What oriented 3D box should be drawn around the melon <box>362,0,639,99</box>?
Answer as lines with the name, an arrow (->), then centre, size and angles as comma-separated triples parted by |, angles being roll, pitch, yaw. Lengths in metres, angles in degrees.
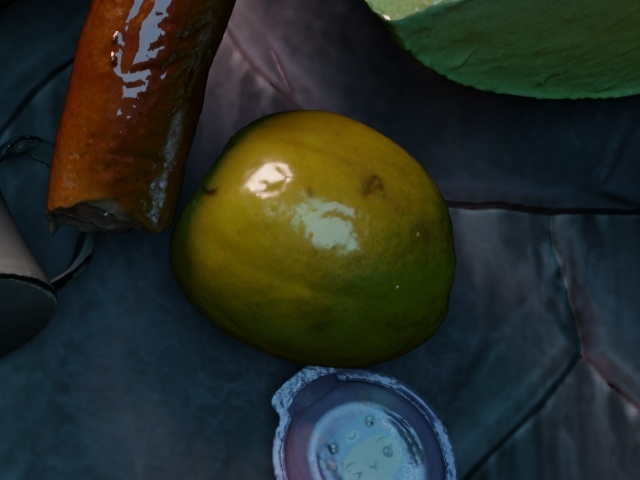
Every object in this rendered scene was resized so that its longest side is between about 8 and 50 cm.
melon -> 0.137, -0.276, 1.068 | 0.331, 0.226, 0.343 | -2, 66, -28

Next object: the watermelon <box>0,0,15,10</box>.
watermelon -> -0.263, -0.199, 1.074 | 0.264, 0.151, 0.302 | -27, 66, -7

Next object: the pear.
pear -> 0.000, 0.000, 1.048 | 0.162, 0.149, 0.149 | 20, 78, -3

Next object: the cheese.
cheese -> 0.044, 0.153, 1.076 | 0.105, 0.042, 0.191 | -38, 87, -10

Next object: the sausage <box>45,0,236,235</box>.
sausage -> -0.079, -0.139, 1.012 | 0.076, 0.103, 0.302 | 18, 85, 15

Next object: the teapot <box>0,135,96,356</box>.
teapot -> -0.237, -0.010, 1.035 | 0.239, 0.162, 0.149 | -7, 66, -32
